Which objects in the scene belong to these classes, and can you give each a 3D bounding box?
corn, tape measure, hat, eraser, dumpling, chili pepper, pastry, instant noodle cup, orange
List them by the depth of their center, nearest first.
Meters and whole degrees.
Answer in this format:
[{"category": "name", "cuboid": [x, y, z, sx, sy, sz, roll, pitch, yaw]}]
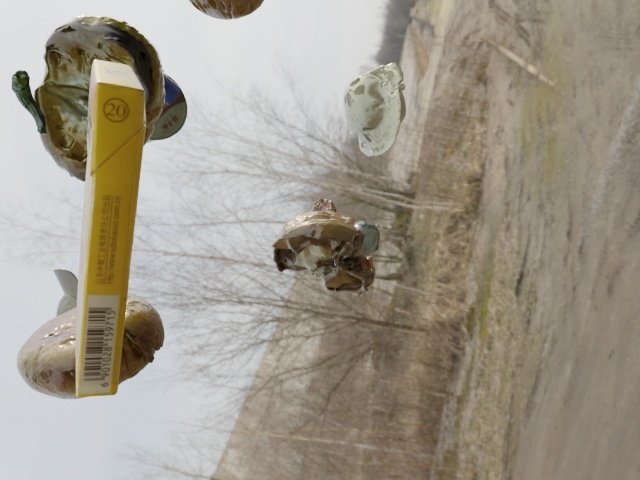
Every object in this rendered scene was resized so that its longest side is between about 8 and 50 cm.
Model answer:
[{"category": "chili pepper", "cuboid": [-0.526, -0.251, 0.986, 0.055, 0.035, 0.117, -126, 27, -45]}, {"category": "dumpling", "cuboid": [0.100, -0.223, 0.991, 0.181, 0.111, 0.154, 62, -160, -68]}, {"category": "orange", "cuboid": [-0.504, -0.334, 1.279, 0.368, 0.271, 0.210, -62, 6, 20]}, {"category": "pastry", "cuboid": [-0.558, 0.258, 1.349, 0.356, 0.356, 0.163, -72, -32, -65]}, {"category": "corn", "cuboid": [0.000, 0.000, 1.503, 0.280, 0.092, 0.092, 94, -173, -53]}, {"category": "tape measure", "cuboid": [0.098, -0.022, 1.599, 0.180, 0.104, 0.107, -133, 36, -57]}, {"category": "eraser", "cuboid": [-0.462, -0.451, 1.618, 0.063, 0.085, 0.027, -51, 39, 4]}, {"category": "hat", "cuboid": [-0.797, 0.189, 1.695, 0.166, 0.173, 0.144, -16, 33, 54]}, {"category": "instant noodle cup", "cuboid": [-0.581, -0.431, 1.829, 0.178, 0.235, 0.234, -7, 71, 61]}]

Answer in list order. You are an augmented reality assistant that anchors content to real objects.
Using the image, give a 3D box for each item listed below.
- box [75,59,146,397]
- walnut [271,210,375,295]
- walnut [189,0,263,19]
[{"category": "box", "cuboid": [-0.194, -0.015, 0.495, 0.152, 0.044, 0.269, 47, 128, 56]}, {"category": "walnut", "cuboid": [0.007, 0.010, 1.191, 0.238, 0.204, 0.141, 62, -150, -48]}, {"category": "walnut", "cuboid": [-0.150, -0.452, 0.859, 0.207, 0.168, 0.167, 91, -171, -51]}]
